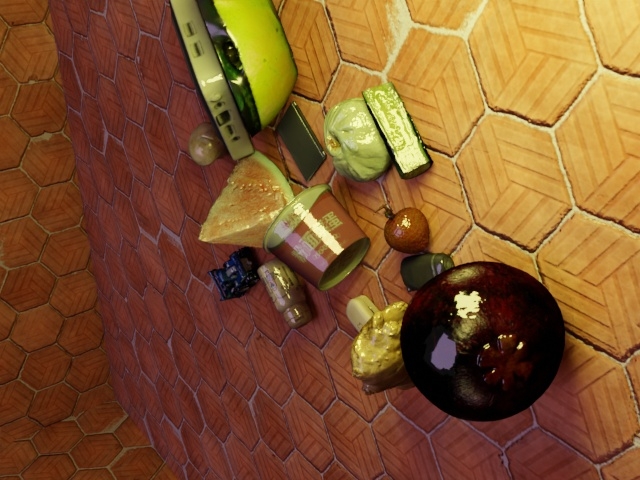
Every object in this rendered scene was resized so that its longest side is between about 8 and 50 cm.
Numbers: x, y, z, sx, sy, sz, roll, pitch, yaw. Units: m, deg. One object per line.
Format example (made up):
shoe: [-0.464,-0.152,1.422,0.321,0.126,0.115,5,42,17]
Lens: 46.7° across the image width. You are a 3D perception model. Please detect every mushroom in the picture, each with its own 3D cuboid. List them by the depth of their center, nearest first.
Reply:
mushroom: [-0.346,-0.295,2.271,0.148,0.112,0.148,-23,56,39]

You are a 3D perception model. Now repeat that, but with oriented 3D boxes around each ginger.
ginger: [0.174,0.230,1.664,0.166,0.375,0.236,14,88,12]

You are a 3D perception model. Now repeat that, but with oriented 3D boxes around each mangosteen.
mangosteen: [0.302,0.182,1.425,0.347,0.306,0.307,-106,3,-80]

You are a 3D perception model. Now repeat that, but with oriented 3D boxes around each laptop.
laptop: [-0.051,-0.259,1.942,0.180,0.016,0.129,62,147,14]

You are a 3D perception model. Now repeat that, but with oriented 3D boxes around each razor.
razor: [0.238,0.073,1.654,0.148,0.054,0.090,-4,100,56]

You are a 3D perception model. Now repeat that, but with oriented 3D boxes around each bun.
bun: [0.075,-0.223,1.682,0.195,0.118,0.195,31,133,41]

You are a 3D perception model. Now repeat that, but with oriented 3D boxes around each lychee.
lychee: [0.184,-0.032,1.625,0.114,0.101,0.140,-83,-28,-69]

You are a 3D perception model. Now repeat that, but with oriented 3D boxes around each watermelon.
watermelon: [-0.195,-0.049,2.075,0.283,0.292,0.250,46,170,31]

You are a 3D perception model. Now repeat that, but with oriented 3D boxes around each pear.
pear: [-0.162,-0.467,1.786,0.399,0.165,0.399,159,90,-89]

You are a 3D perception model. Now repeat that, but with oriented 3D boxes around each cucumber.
cucumber: [0.163,-0.237,1.593,0.062,0.078,0.211,68,177,-77]

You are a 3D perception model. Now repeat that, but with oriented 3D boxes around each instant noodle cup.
instant noodle cup: [0.000,0.000,1.829,0.178,0.234,0.235,44,140,20]

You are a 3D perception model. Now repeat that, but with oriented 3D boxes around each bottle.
bottle: [-0.097,0.158,2.164,0.209,0.097,0.110,62,179,12]

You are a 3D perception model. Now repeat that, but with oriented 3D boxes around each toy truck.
toy truck: [-0.281,0.117,2.382,0.113,0.126,0.208,62,148,13]

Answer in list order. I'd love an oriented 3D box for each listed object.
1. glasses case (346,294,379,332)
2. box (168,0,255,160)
glasses case: [0.139,0.226,1.887,0.196,0.050,0.083,49,144,29]
box: [-0.289,-0.435,1.942,0.367,0.090,0.373,70,179,-65]
